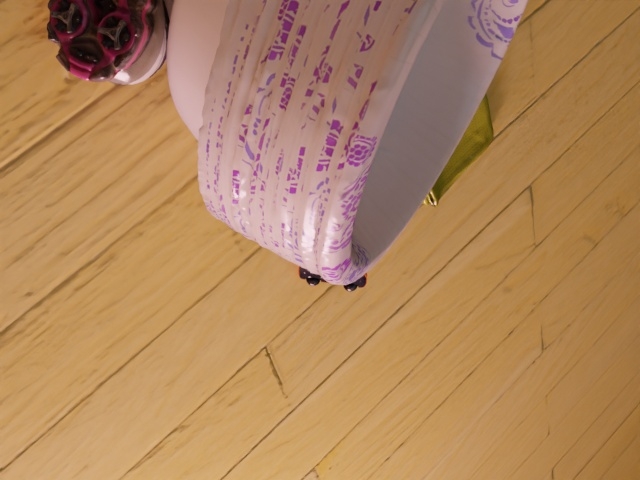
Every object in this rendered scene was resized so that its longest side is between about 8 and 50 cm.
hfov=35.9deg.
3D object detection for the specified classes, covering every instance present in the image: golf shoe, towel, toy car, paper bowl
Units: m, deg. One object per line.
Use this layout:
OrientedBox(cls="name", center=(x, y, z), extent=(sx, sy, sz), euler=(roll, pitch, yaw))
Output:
OrientedBox(cls="golf shoe", center=(-0.089, -0.176, 0.544), extent=(0.186, 0.067, 0.086), euler=(-66, 167, 14))
OrientedBox(cls="towel", center=(0.099, -0.133, 0.816), extent=(0.102, 0.021, 0.237), euler=(-44, 142, -17))
OrientedBox(cls="toy car", center=(0.000, 0.000, 0.776), extent=(0.122, 0.060, 0.040), euler=(55, 40, -58))
OrientedBox(cls="paper bowl", center=(0.019, -0.128, 0.577), extent=(0.284, 0.148, 0.284), euler=(-58, 168, -21))
